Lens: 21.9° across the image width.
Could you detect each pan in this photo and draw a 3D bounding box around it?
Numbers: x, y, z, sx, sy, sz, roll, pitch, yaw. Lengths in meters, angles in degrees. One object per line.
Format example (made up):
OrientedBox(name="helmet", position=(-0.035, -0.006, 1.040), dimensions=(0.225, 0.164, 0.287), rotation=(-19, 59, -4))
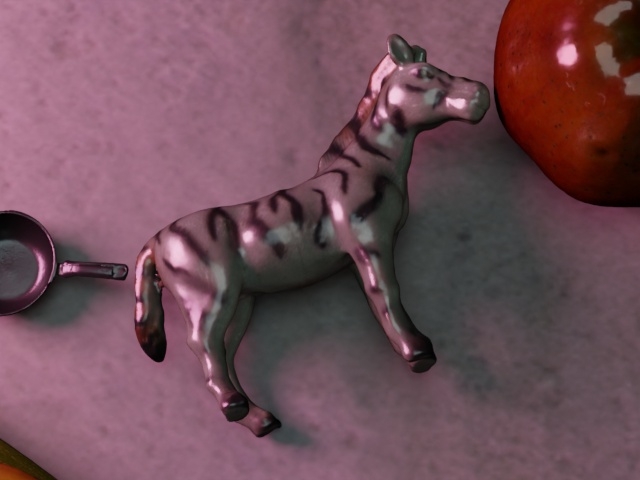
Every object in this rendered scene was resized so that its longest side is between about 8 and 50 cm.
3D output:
OrientedBox(name="pan", position=(-0.174, 0.018, 1.032), dimensions=(0.115, 0.023, 0.068), rotation=(6, 74, 8))

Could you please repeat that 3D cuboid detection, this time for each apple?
OrientedBox(name="apple", position=(0.176, -0.099, 0.975), dimensions=(0.147, 0.158, 0.156), rotation=(-9, 78, 3))

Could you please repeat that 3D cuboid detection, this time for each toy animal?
OrientedBox(name="toy animal", position=(0.013, 0.011, 0.996), dimensions=(0.255, 0.090, 0.170), rotation=(-37, 71, -9))

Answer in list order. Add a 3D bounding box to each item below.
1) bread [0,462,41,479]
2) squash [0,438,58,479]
OrientedBox(name="bread", position=(-0.179, 0.256, 0.887), dimensions=(0.270, 0.148, 0.270), rotation=(1, 95, 13))
OrientedBox(name="squash", position=(-0.228, 0.129, 0.981), dimensions=(0.258, 0.069, 0.069), rotation=(33, 79, 13))
